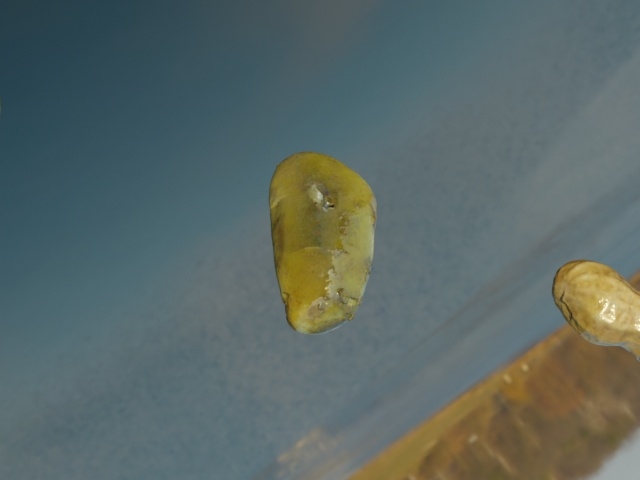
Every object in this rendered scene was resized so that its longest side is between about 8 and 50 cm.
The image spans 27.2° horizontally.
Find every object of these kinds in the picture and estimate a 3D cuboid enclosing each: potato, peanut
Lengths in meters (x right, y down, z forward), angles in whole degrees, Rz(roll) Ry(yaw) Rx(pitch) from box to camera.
[{"bbox_3d":[0.000,0.000,1.259,0.105,0.188,0.085,-2,156,9],"label":"potato"},{"bbox_3d":[0.348,0.091,1.498,0.089,0.192,0.089,-61,173,-13],"label":"peanut"}]
